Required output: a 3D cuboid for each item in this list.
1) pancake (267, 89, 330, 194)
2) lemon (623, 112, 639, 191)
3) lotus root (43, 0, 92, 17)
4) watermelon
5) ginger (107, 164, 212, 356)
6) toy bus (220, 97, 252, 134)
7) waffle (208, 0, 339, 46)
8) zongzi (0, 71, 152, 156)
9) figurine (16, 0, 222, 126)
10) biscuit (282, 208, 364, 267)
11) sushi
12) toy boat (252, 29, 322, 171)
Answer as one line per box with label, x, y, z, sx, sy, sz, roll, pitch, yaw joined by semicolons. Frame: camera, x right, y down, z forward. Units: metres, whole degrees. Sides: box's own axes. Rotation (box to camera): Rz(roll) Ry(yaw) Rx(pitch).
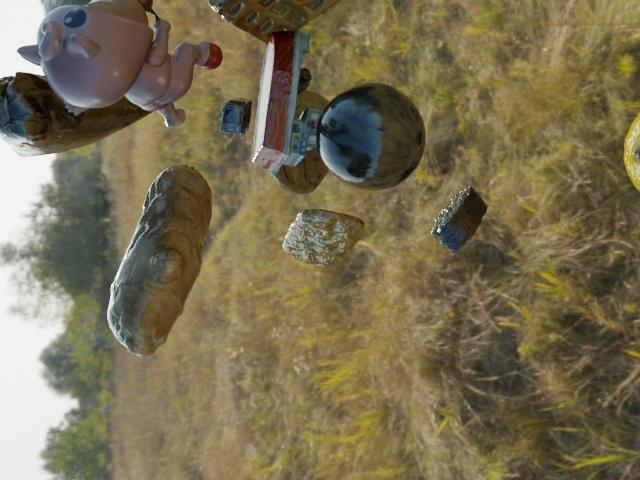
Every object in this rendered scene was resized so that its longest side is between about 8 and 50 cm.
pancake;-0.048;-0.265;1.644;0.049;0.294;0.294;18;114;41
lemon;0.931;-0.224;1.534;0.336;0.336;0.336;175;90;-70
lotus root;-0.436;-0.423;1.165;0.154;0.140;0.257;-58;41;8
watermelon;0.099;-0.197;1.192;0.212;0.212;0.212;175;90;-70
ginger;-0.254;0.015;1.016;0.190;0.126;0.354;126;155;-49
toy bus;-0.167;-0.251;1.249;0.166;0.047;0.065;-93;12;-73
waffle;-0.054;-0.553;1.303;0.328;0.224;0.098;-26;68;31
zongzi;-0.429;-0.233;1.114;0.286;0.288;0.134;-165;66;-70
figurine;-0.293;-0.276;0.941;0.176;0.287;0.186;-7;80;40
biscuit;0.000;0.000;1.103;0.247;0.118;0.029;123;159;-67
sushi;0.295;-0.048;1.315;0.078;0.150;0.090;41;146;-2
toy boat;-0.059;-0.315;1.354;0.145;0.133;0.331;142;135;-66
